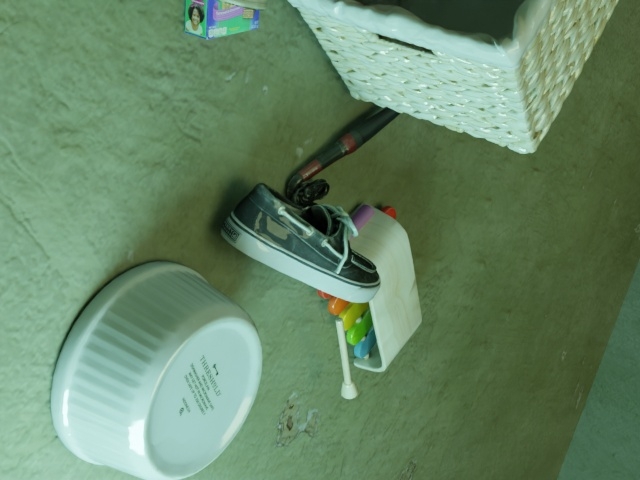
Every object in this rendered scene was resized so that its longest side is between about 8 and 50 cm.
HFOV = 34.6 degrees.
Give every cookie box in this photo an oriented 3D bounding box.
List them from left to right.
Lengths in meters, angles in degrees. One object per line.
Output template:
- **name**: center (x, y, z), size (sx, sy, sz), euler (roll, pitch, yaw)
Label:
- **cookie box**: center (-0.110, -0.292, 1.172), size (0.092, 0.040, 0.107), euler (-26, 129, -47)

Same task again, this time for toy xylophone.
- **toy xylophone**: center (0.075, 0.105, 1.666), size (0.236, 0.081, 0.322), euler (-42, 140, -36)

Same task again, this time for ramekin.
- **ramekin**: center (-0.186, 0.170, 1.258), size (0.273, 0.127, 0.272), euler (-34, 135, -42)

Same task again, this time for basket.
- **basket**: center (0.194, -0.341, 1.347), size (0.331, 0.328, 0.266), euler (-61, 152, -13)

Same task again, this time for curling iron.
- **curling iron**: center (0.040, -0.133, 1.510), size (0.274, 0.035, 0.068), euler (-46, 147, -31)

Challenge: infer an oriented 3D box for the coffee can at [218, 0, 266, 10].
- **coffee can**: center (-0.103, -0.378, 0.950), size (0.202, 0.202, 0.275), euler (-5, 119, -56)

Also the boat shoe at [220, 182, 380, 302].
- **boat shoe**: center (-0.002, -0.002, 1.418), size (0.306, 0.113, 0.105), euler (26, 104, -42)
